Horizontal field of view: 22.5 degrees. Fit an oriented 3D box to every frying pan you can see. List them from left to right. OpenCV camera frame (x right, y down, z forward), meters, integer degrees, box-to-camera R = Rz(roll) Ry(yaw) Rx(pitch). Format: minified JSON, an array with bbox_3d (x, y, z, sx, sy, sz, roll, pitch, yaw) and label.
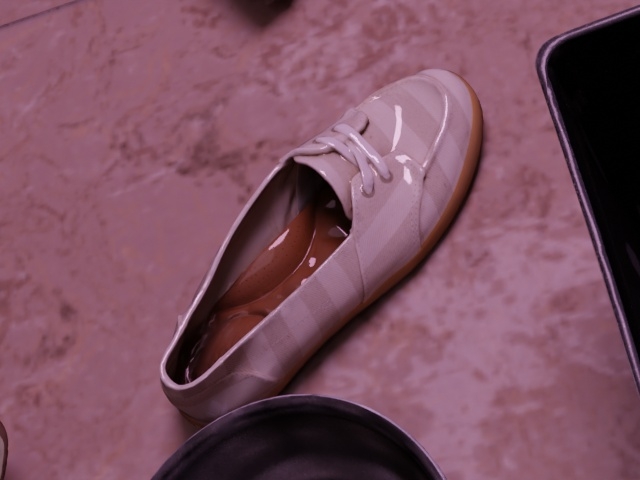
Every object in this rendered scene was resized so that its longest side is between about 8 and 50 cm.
[{"bbox_3d":[-0.069,0.187,0.739,0.326,0.053,0.197,-22,60,25],"label":"frying pan"}]

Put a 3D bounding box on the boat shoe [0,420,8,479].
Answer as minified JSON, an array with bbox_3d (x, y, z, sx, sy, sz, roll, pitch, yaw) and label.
[{"bbox_3d":[-0.205,0.164,0.758,0.068,0.072,0.190,-6,68,29],"label":"boat shoe"}]

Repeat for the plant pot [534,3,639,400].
[{"bbox_3d":[0.214,0.003,0.637,0.188,0.167,0.187,-20,63,14],"label":"plant pot"}]

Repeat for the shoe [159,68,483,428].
[{"bbox_3d":[0.000,0.000,0.785,0.076,0.058,0.219,36,84,30],"label":"shoe"}]

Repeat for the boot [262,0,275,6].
[{"bbox_3d":[-0.001,-0.251,0.886,0.208,0.076,0.189,-44,74,7],"label":"boot"}]
